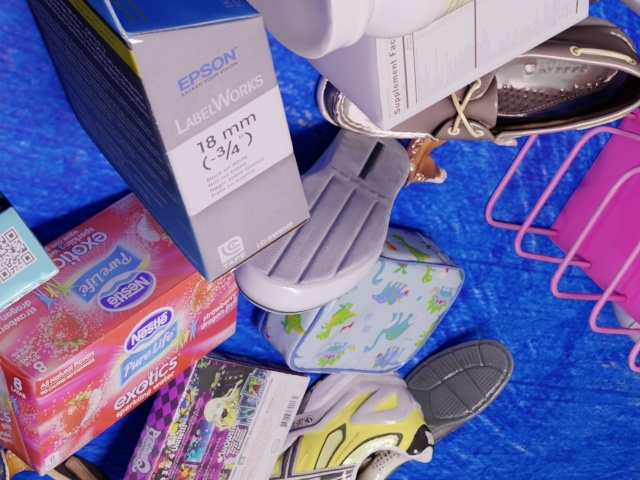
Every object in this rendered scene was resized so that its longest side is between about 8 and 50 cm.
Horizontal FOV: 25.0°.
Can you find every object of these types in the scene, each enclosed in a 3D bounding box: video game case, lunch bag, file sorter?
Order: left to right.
[{"bbox_3d":[-0.124,0.238,1.602,0.210,0.042,0.232,17,96,-54],"label":"video game case"},{"bbox_3d":[0.043,0.068,1.607,0.219,0.090,0.176,7,121,-48],"label":"lunch bag"},{"bbox_3d":[0.360,-0.008,1.666,0.182,0.290,0.202,7,122,-44],"label":"file sorter"}]

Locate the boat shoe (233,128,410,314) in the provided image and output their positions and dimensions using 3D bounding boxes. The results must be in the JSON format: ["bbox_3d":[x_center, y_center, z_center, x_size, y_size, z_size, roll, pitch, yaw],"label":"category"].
[{"bbox_3d":[0.000,0.000,1.371,0.119,0.121,0.335,-60,173,31],"label":"boat shoe"}]

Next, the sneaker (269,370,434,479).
[{"bbox_3d":[-0.032,0.310,1.738,0.385,0.147,0.145,-44,147,4],"label":"sneaker"}]

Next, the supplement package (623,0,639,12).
[{"bbox_3d":[0.355,-0.292,1.435,0.145,0.204,0.262,-52,144,13],"label":"supplement package"}]

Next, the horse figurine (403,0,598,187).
[{"bbox_3d":[0.187,-0.174,1.509,0.174,0.066,0.263,-1,130,-35],"label":"horse figurine"}]

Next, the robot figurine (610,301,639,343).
[{"bbox_3d":[0.532,0.064,1.978,0.353,0.200,0.300,4,87,-46],"label":"robot figurine"}]

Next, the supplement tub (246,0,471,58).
[{"bbox_3d":[0.087,-0.303,1.136,0.325,0.235,0.235,-30,143,-18],"label":"supplement tub"}]

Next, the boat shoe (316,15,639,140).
[{"bbox_3d":[0.162,-0.150,1.408,0.324,0.096,0.116,-7,121,-10],"label":"boat shoe"}]

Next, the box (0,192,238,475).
[{"bbox_3d":[-0.199,0.073,1.299,0.257,0.123,0.128,-36,147,-38],"label":"box"}]

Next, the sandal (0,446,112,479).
[{"bbox_3d":[-0.290,0.255,1.482,0.079,0.088,0.240,-48,150,-3],"label":"sandal"}]

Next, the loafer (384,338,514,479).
[{"bbox_3d":[0.138,0.221,1.877,0.267,0.096,0.084,-38,165,5],"label":"loafer"}]

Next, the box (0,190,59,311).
[{"bbox_3d":[-0.273,0.014,1.129,0.100,0.244,0.060,-36,104,-10],"label":"box"}]

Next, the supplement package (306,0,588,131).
[{"bbox_3d":[0.112,-0.235,1.319,0.244,0.134,0.139,-30,143,-18],"label":"supplement package"}]

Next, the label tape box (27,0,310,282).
[{"bbox_3d":[-0.134,-0.161,1.064,0.106,0.240,0.333,-32,144,-14],"label":"label tape box"}]
